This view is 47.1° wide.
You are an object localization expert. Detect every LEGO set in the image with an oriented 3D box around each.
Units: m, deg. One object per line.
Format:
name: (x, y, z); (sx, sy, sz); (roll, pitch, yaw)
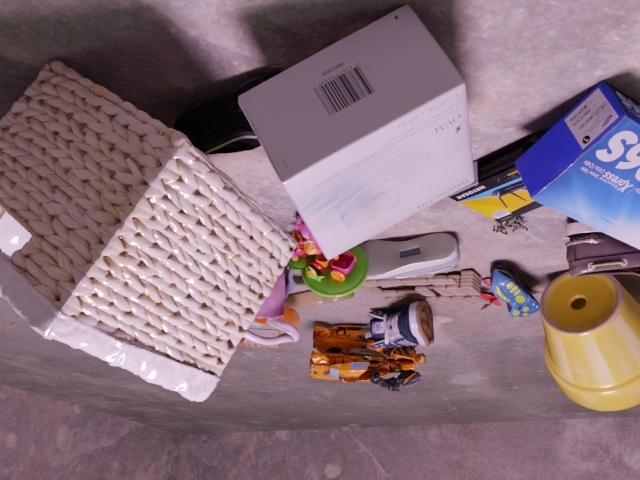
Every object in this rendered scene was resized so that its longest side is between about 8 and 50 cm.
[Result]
LEGO set: (0.338, -0.031, 1.306); (0.054, 0.023, 0.083); (20, 164, -30)

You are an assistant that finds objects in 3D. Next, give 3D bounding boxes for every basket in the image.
basket: (-0.257, -0.008, 0.975); (0.328, 0.266, 0.331); (32, 172, 34)

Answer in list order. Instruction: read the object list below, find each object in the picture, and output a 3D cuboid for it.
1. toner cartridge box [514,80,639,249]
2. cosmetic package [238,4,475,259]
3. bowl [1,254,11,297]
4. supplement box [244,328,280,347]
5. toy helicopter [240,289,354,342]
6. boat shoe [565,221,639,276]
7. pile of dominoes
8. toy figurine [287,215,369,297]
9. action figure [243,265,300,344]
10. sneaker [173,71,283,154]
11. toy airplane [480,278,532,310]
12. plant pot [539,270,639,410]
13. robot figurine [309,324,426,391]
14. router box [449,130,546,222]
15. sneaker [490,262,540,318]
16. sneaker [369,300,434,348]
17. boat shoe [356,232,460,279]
toner cartridge box: (0.459, -0.082, 1.046); (0.347, 0.075, 0.165); (18, 133, -31)
cosmetic package: (0.055, -0.118, 0.893); (0.224, 0.138, 0.225); (-29, 154, 1)
bowl: (-0.528, -0.018, 1.213); (0.311, 0.163, 0.311); (13, 159, 5)
supplement box: (-0.160, 0.268, 2.006); (0.098, 0.036, 0.062); (3, 155, 1)
toy helicopter: (-0.099, 0.135, 1.571); (0.355, 0.140, 0.235); (-11, 177, -7)
boat shoe: (0.587, 0.030, 1.292); (0.324, 0.097, 0.116); (6, 169, -10)
pile of dominoes: (0.228, 0.099, 1.611); (0.251, 0.040, 0.196); (-3, 160, 32)
toy figurine: (0.000, 0.000, 1.339); (0.173, 0.130, 0.159); (20, 148, 22)
action figure: (-0.250, 0.077, 1.315); (0.370, 0.276, 0.248); (0, 164, -40)
sneaker: (-0.092, -0.169, 1.001); (0.234, 0.084, 0.097); (-8, 178, 26)
toy airplane: (0.404, 0.121, 1.617); (0.151, 0.028, 0.151); (13, 147, 9)
plant pot: (0.571, 0.187, 1.523); (0.254, 0.254, 0.239); (-13, 135, 32)
robot figurine: (0.121, 0.286, 1.851); (0.290, 0.211, 0.085); (1, 124, 3)
router box: (0.307, -0.093, 1.132); (0.133, 0.046, 0.179); (21, 150, -34)
sneaker: (0.403, 0.104, 1.524); (0.067, 0.078, 0.188); (-24, 138, 23)
sneaker: (0.180, 0.200, 1.708); (0.153, 0.099, 0.282); (-3, 167, 13)
boat shoe: (0.158, 0.043, 1.414); (0.227, 0.079, 0.081); (-10, 149, 19)
